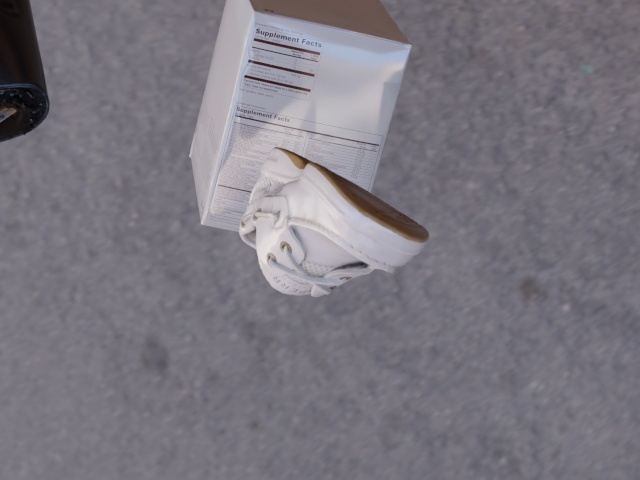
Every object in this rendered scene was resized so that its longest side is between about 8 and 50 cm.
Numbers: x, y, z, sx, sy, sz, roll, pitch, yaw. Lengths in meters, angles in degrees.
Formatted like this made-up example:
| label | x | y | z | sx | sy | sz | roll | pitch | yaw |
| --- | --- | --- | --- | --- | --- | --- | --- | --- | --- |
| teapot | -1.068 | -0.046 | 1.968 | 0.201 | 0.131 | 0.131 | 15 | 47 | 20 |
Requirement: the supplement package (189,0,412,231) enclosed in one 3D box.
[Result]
| label | x | y | z | sx | sy | sz | roll | pitch | yaw |
| --- | --- | --- | --- | --- | --- | --- | --- | --- | --- |
| supplement package | -0.025 | -0.126 | 1.614 | 0.149 | 0.194 | 0.203 | 11 | 110 | -12 |

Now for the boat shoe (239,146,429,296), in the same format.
| label | x | y | z | sx | sy | sz | roll | pitch | yaw |
| --- | --- | --- | --- | --- | --- | --- | --- | --- | --- |
| boat shoe | 0.000 | 0.000 | 1.278 | 0.098 | 0.277 | 0.096 | 33 | 89 | -15 |

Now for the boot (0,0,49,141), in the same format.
| label | x | y | z | sx | sy | sz | roll | pitch | yaw |
| --- | --- | --- | --- | --- | --- | --- | --- | --- | --- |
| boot | -0.288 | -0.159 | 1.057 | 0.094 | 0.246 | 0.207 | 119 | 151 | -51 |
